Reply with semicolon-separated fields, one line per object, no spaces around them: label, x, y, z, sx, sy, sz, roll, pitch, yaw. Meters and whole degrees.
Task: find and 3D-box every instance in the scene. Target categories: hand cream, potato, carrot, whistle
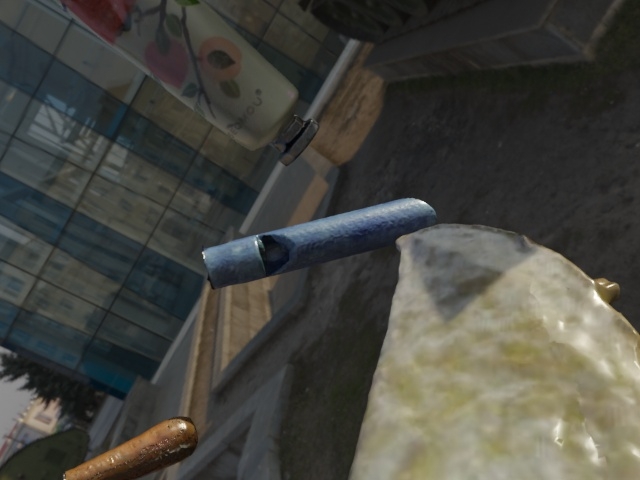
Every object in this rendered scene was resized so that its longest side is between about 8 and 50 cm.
hand cream;-0.099;-0.134;0.354;0.080;0.234;0.050;-41;18;37
potato;0.151;0.133;0.412;0.211;0.189;0.264;-11;40;26
carrot;-0.229;0.268;0.705;0.161;0.055;0.055;-19;-8;-29
whistle;0.000;0.000;0.756;0.062;0.304;0.062;166;90;-86
